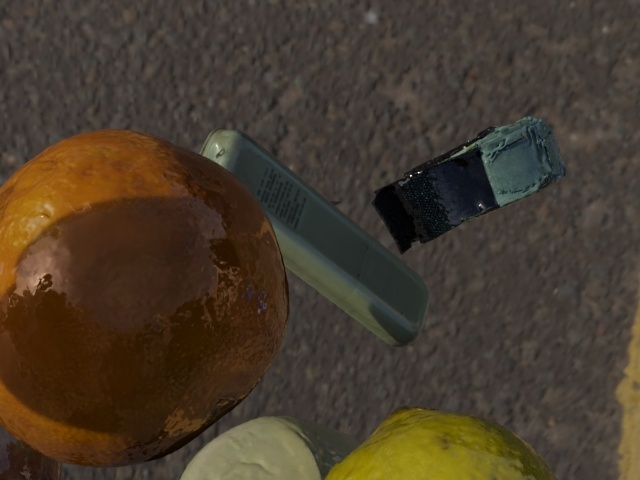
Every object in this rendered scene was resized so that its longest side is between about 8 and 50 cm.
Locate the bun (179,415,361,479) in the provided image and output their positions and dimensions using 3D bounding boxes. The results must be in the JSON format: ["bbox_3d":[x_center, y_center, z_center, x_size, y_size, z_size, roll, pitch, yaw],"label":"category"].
[{"bbox_3d":[-0.005,0.372,1.639,0.361,0.213,0.361,36,36,-31],"label":"bun"}]

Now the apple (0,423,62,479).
[{"bbox_3d":[-0.513,0.331,1.864,0.348,0.348,0.277,-16,86,-18],"label":"apple"}]

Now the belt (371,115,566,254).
[{"bbox_3d":[0.105,-0.042,0.991,0.140,0.105,0.058,-24,91,7],"label":"belt"}]

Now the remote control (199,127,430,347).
[{"bbox_3d":[0.000,-0.001,1.372,0.309,0.038,0.090,37,53,-29],"label":"remote control"}]

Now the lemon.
[{"bbox_3d":[0.084,0.208,0.900,0.180,0.180,0.193,-12,95,-17],"label":"lemon"}]

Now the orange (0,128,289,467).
[{"bbox_3d":[-0.152,0.048,1.060,0.261,0.261,0.261,5,59,-7],"label":"orange"}]

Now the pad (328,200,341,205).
[{"bbox_3d":[-0.081,-0.010,1.479,0.193,0.116,0.004,-24,105,-32],"label":"pad"}]
